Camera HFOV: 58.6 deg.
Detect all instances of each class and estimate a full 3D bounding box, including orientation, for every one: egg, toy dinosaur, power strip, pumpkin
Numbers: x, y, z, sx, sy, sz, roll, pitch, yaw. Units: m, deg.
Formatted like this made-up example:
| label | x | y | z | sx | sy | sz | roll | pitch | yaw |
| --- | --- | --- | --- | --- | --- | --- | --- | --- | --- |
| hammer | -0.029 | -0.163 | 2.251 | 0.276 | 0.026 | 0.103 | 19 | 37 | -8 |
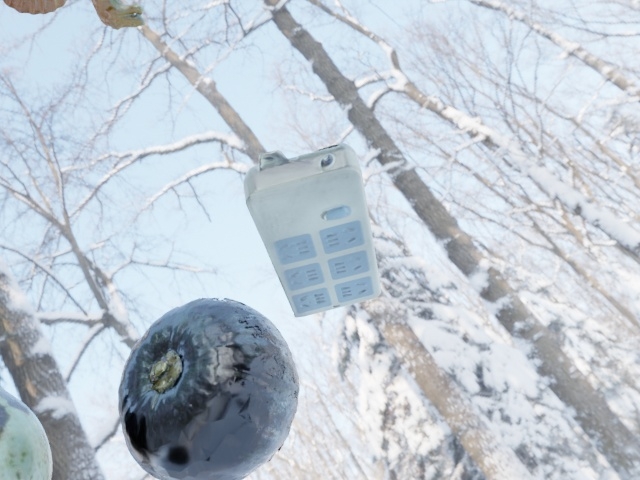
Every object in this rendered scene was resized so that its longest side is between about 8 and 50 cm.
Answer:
| label | x | y | z | sx | sy | sz | roll | pitch | yaw |
| --- | --- | --- | --- | --- | --- | --- | --- | --- | --- |
| egg | -0.423 | 0.255 | 0.675 | 0.169 | 0.231 | 0.169 | -38 | -7 | -6 |
| toy dinosaur | -0.278 | -0.267 | 0.535 | 0.212 | 0.057 | 0.142 | -6 | -38 | -18 |
| power strip | 0.000 | 0.000 | 0.446 | 0.082 | 0.035 | 0.192 | -13 | -36 | 2 |
| pumpkin | -0.139 | 0.183 | 0.693 | 0.233 | 0.233 | 0.163 | -41 | -40 | 8 |
